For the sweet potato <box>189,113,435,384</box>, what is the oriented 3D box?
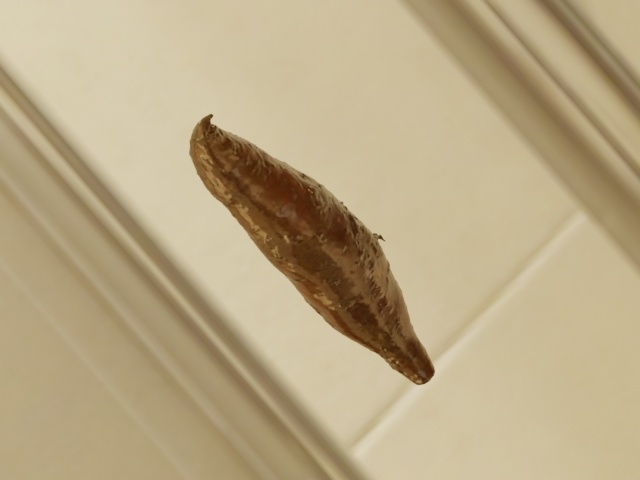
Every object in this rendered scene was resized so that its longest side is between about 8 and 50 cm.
[{"bbox_3d":[0.000,0.000,1.154,0.072,0.066,0.314,-49,-43,-10],"label":"sweet potato"}]
